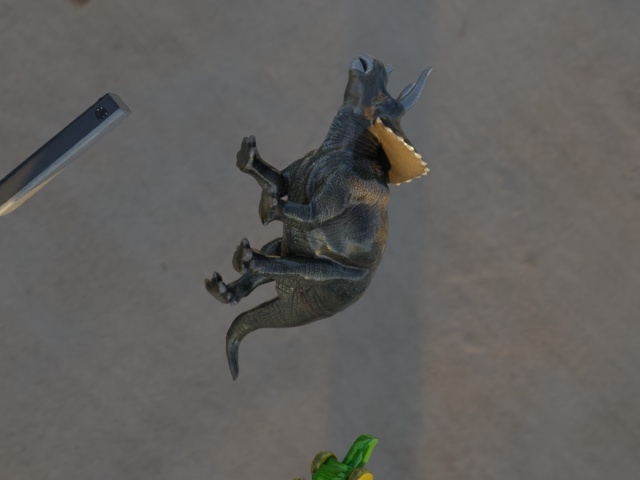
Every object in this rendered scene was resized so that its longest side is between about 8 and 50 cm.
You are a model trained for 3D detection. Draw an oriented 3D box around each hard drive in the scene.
[{"bbox_3d":[-0.217,-0.071,1.319,0.135,0.094,0.022,-39,95,1],"label":"hard drive"}]

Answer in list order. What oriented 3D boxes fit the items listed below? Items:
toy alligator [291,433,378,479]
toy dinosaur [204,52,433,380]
[{"bbox_3d":[-0.006,0.253,1.479,0.190,0.056,0.051,-43,136,-33],"label":"toy alligator"},{"bbox_3d":[0.000,0.000,1.352,0.160,0.121,0.313,6,110,-25],"label":"toy dinosaur"}]
